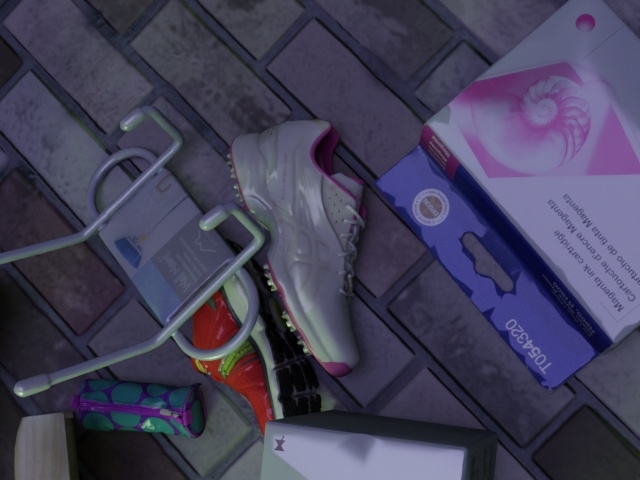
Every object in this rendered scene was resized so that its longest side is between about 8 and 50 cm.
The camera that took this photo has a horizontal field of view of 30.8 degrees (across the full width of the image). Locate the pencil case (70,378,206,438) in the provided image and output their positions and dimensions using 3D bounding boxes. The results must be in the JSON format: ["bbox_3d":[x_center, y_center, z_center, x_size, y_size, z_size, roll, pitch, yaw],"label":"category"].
[{"bbox_3d":[-0.213,0.198,1.381,0.151,0.070,0.065,1,85,15],"label":"pencil case"}]

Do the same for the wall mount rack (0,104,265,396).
[{"bbox_3d":[-0.237,0.019,1.312,0.304,0.130,0.350,-43,53,2],"label":"wall mount rack"}]

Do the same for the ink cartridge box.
[{"bbox_3d":[0.275,-0.055,1.283,0.330,0.071,0.324,-41,77,6],"label":"ink cartridge box"}]

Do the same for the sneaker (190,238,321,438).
[{"bbox_3d":[-0.089,0.138,1.350,0.118,0.107,0.279,-31,68,18],"label":"sneaker"}]

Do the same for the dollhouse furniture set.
[{"bbox_3d":[-0.424,0.326,1.304,0.303,0.198,0.287,-6,83,-9],"label":"dollhouse furniture set"}]

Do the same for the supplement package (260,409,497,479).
[{"bbox_3d":[0.062,0.289,1.201,0.199,0.262,0.198,5,86,15],"label":"supplement package"}]

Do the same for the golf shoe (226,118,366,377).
[{"bbox_3d":[0.000,0.000,1.327,0.140,0.115,0.306,-22,81,8],"label":"golf shoe"}]
